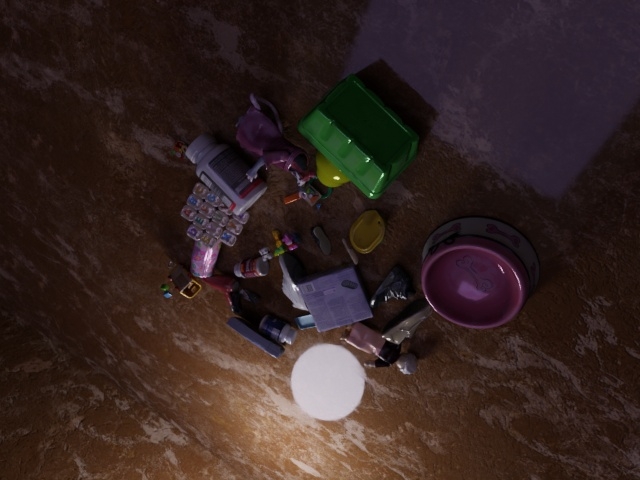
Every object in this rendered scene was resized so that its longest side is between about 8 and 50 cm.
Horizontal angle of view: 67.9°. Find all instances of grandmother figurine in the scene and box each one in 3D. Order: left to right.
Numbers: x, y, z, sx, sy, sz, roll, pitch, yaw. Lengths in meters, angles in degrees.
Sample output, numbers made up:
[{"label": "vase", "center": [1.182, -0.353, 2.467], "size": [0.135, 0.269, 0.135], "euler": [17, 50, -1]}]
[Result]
[{"label": "grandmother figurine", "center": [0.263, 0.453, 2.022], "size": [0.342, 0.104, 0.208], "euler": [31, 113, 6]}]

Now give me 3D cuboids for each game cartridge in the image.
[{"label": "game cartridge", "center": [-0.307, 0.460, 2.280], "size": [0.294, 0.196, 0.060], "euler": [32, 87, 7]}]

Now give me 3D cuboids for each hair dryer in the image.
[{"label": "hair dryer", "center": [-0.451, 0.260, 2.289], "size": [0.293, 0.080, 0.223], "euler": [42, 129, -3]}]

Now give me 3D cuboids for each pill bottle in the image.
[{"label": "pill bottle", "center": [-0.377, -0.269, 1.884], "size": [0.318, 0.176, 0.176], "euler": [46, 128, -3]}, {"label": "pill bottle", "center": [-0.313, 0.124, 2.138], "size": [0.152, 0.086, 0.086], "euler": [-11, 112, 32]}, {"label": "pill bottle", "center": [-0.199, 0.426, 2.250], "size": [0.169, 0.094, 0.094], "euler": [22, 126, 15]}]

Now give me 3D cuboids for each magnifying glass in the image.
[{"label": "magnifying glass", "center": [-0.050, -0.189, 1.856], "size": [0.231, 0.026, 0.092], "euler": [-18, 108, 33]}]

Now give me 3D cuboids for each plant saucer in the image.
[{"label": "plant saucer", "center": [-0.031, 0.362, 2.173], "size": [0.192, 0.018, 0.067], "euler": [-18, 108, 35]}]

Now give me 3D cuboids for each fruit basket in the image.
[{"label": "fruit basket", "center": [0.111, -0.320, 1.592], "size": [0.392, 0.283, 0.392], "euler": [42, 171, 8]}]

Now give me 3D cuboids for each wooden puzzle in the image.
[{"label": "wooden puzzle", "center": [-0.040, -0.174, 1.835], "size": [0.116, 0.014, 0.078], "euler": [38, 128, 2]}]

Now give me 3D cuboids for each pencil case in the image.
[{"label": "pencil case", "center": [-0.522, 0.044, 2.180], "size": [0.124, 0.124, 0.284], "euler": [31, 128, 8]}]

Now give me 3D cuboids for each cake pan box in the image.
[{"label": "cake pan box", "center": [0.060, 0.239, 1.972], "size": [0.266, 0.070, 0.246], "euler": [-20, 107, 15]}]

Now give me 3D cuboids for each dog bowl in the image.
[{"label": "dog bowl", "center": [0.535, 0.128, 1.650], "size": [0.408, 0.150, 0.408], "euler": [14, 124, 21]}]

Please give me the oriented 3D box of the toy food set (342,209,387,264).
[{"label": "toy food set", "center": [0.183, -0.023, 1.808], "size": [0.128, 0.071, 0.218], "euler": [56, 129, 20]}]

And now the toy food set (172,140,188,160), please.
[{"label": "toy food set", "center": [-0.596, -0.385, 2.031], "size": [0.083, 0.020, 0.083], "euler": [32, 128, 7]}]

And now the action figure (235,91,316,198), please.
[{"label": "action figure", "center": [-0.127, -0.317, 1.688], "size": [0.370, 0.248, 0.276], "euler": [36, 106, 36]}]

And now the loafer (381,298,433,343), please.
[{"label": "loafer", "center": [0.357, 0.327, 1.898], "size": [0.092, 0.102, 0.268], "euler": [39, 128, -8]}]

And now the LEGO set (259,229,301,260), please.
[{"label": "LEGO set", "center": [-0.170, 0.001, 1.995], "size": [0.227, 0.087, 0.093], "euler": [-23, 102, 42]}]

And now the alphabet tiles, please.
[{"label": "alphabet tiles", "center": [-0.454, -0.112, 2.032], "size": [0.278, 0.021, 0.284], "euler": [32, 100, 8]}]

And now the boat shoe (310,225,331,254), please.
[{"label": "boat shoe", "center": [0.001, -0.001, 1.927], "size": [0.042, 0.049, 0.133], "euler": [9, 134, 56]}]

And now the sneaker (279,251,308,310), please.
[{"label": "sneaker", "center": [-0.121, 0.188, 2.065], "size": [0.129, 0.111, 0.297], "euler": [-7, 114, 36]}]

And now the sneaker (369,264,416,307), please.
[{"label": "sneaker", "center": [0.286, 0.212, 1.870], "size": [0.130, 0.087, 0.227], "euler": [39, 123, 10]}]

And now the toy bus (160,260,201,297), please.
[{"label": "toy bus", "center": [-0.674, 0.198, 2.358], "size": [0.191, 0.202, 0.104], "euler": [-11, 143, 25]}]
